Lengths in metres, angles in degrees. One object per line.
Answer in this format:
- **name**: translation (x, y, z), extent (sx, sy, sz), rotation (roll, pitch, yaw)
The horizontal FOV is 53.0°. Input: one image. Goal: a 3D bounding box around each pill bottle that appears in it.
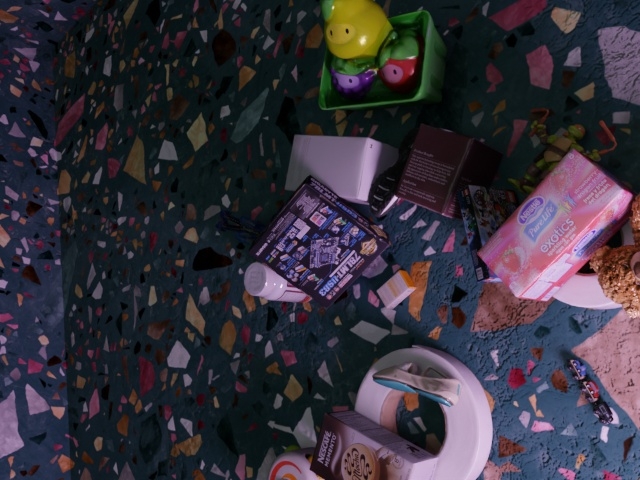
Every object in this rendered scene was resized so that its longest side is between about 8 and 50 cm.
- **pill bottle**: translation (-0.120, 0.126, 1.970), extent (0.121, 0.221, 0.121), rotation (-9, 76, 41)

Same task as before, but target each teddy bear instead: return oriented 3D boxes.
- **teddy bear**: translation (0.702, 0.011, 1.234), extent (0.338, 0.113, 0.244), rotation (-12, 96, -1)

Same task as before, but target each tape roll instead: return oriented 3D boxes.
- **tape roll**: translation (0.609, 0.009, 1.420), extent (0.286, 0.100, 0.285), rotation (-9, 76, 41)
- **tape roll**: translation (0.257, 0.472, 1.673), extent (0.392, 0.072, 0.391), rotation (-10, 75, 41)

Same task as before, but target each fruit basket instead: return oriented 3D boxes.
- **fruit basket**: translation (0.129, -0.515, 1.767), extent (0.392, 0.392, 0.282), rotation (4, 85, 42)

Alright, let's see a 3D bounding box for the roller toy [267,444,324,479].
- **roller toy**: translation (-0.052, 0.703, 1.858), extent (0.209, 0.146, 0.191), rotation (-5, 80, 41)

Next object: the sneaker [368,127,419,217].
- **sneaker**: translation (0.234, -0.171, 1.748), extent (0.271, 0.108, 0.100), rotation (-54, 40, -1)

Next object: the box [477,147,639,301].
- **box**: translation (0.501, -0.025, 1.353), extent (0.300, 0.154, 0.142), rotation (-53, 53, 23)

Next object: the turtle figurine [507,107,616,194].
- **turtle figurine**: translation (0.548, -0.202, 1.520), extent (0.217, 0.087, 0.269), rotation (-50, 40, 5)

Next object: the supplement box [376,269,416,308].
- **supplement box**: translation (0.212, 0.137, 1.795), extent (0.098, 0.036, 0.062), rotation (-45, 56, 27)

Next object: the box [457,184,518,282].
- **box**: translation (0.424, -0.014, 1.546), extent (0.044, 0.159, 0.232), rotation (-34, 60, 54)

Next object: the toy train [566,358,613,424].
- **toy train**: translation (0.597, 0.330, 1.422), extent (0.036, 0.027, 0.158), rotation (-40, 59, 26)

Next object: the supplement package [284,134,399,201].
- **supplement package**: translation (0.067, -0.205, 1.891), extent (0.293, 0.178, 0.175), rotation (10, 90, 43)

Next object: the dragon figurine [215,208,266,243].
- **dragon figurine**: translation (-0.230, -0.032, 2.149), extent (0.289, 0.144, 0.085), rotation (22, 98, 42)

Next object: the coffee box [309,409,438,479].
- **coffee box**: translation (0.131, 0.571, 1.640), extent (0.297, 0.119, 0.168), rotation (17, 95, 42)

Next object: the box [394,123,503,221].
- **box**: translation (0.330, -0.170, 1.656), extent (0.169, 0.167, 0.203), rotation (28, 101, 42)

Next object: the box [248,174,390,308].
- **box**: translation (-0.006, 0.011, 1.827), extent (0.295, 0.293, 0.073), rotation (-49, 13, 28)

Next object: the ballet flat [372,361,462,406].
- **ballet flat**: translation (0.244, 0.350, 1.616), extent (0.249, 0.086, 0.086), rotation (9, 89, 41)
